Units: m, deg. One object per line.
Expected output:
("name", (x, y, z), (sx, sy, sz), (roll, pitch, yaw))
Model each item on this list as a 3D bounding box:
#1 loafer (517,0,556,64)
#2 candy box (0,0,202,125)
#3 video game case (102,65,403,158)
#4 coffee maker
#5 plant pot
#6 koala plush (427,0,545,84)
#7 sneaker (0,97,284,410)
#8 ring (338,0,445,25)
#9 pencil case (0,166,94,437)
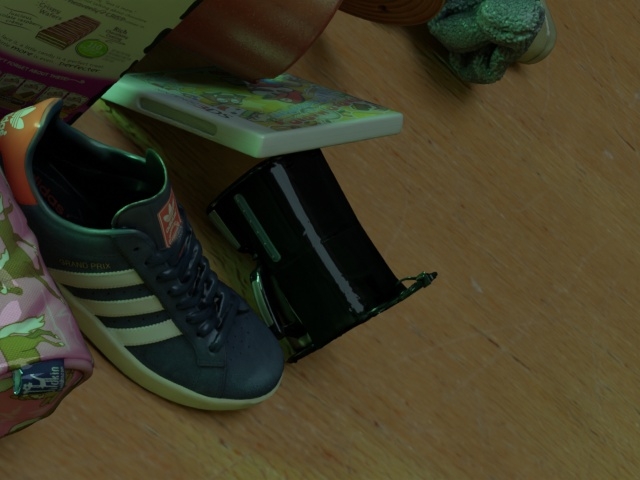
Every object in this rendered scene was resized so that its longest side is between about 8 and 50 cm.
("loafer", (0.231, -0.363, 1.993), (0.092, 0.102, 0.269), (-9, 70, -56))
("candy box", (-0.228, -0.192, 1.251), (0.159, 0.233, 0.071), (16, 52, -40))
("video game case", (-0.064, -0.132, 1.448), (0.206, 0.026, 0.227), (23, 22, 33))
("coffee maker", (0.000, 0.000, 1.403), (0.178, 0.171, 0.120), (59, 15, 3))
("plant pot", (-0.120, -0.299, 1.413), (0.265, 0.272, 0.272), (30, 43, -27))
("koala plush", (0.160, -0.316, 1.847), (0.221, 0.203, 0.196), (26, 58, -6))
("sneaker", (-0.143, 0.014, 1.255), (0.350, 0.148, 0.131), (37, 40, -22))
("ring", (-0.007, -0.345, 1.563), (0.336, 0.336, 0.032), (38, 75, -21))
("pencil case", (-0.310, -0.032, 1.106), (0.160, 0.167, 0.386), (-22, 77, -19))
